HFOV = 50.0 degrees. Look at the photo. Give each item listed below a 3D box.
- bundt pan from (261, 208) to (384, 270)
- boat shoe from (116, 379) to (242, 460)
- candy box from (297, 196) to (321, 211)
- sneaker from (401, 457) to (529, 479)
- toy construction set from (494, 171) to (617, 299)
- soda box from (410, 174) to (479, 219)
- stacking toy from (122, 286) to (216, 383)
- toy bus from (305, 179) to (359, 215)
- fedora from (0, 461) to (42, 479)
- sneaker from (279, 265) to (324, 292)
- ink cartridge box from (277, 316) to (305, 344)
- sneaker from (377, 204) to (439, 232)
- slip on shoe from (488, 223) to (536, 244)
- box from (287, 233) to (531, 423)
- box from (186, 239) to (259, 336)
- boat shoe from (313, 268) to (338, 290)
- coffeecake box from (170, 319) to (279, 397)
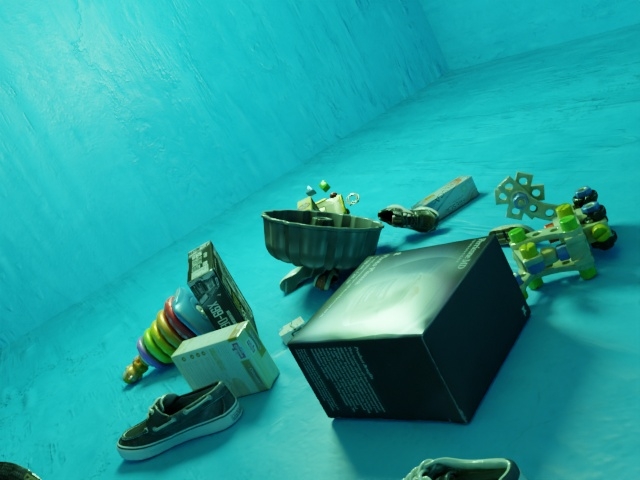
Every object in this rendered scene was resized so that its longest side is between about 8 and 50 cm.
[{"bbox_3d":[0.000,0.000,1.822,0.331,0.124,0.331,6,8,-1],"label":"bundt pan"},{"bbox_3d":[-0.314,0.369,1.436,0.301,0.102,0.108,-22,17,20],"label":"boat shoe"},{"bbox_3d":[-0.023,-0.035,2.078,0.053,0.109,0.186,-25,37,15],"label":"candy box"},{"bbox_3d":[0.142,0.318,0.863,0.258,0.091,0.094,-20,18,25],"label":"sneaker"},{"bbox_3d":[0.444,-0.020,1.330,0.215,0.151,0.327,-23,28,20],"label":"toy construction set"},{"bbox_3d":[0.343,-0.110,1.885,0.183,0.063,0.058,-32,17,-13],"label":"soda box"},{"bbox_3d":[-0.431,0.284,1.866,0.302,0.166,0.175,-41,19,8],"label":"stacking toy"},{"bbox_3d":[0.027,-0.078,2.238,0.202,0.104,0.191,25,82,33],"label":"toy bus"},{"bbox_3d":[-0.448,0.494,1.102,0.334,0.334,0.152,-18,-11,32],"label":"fedora"},{"bbox_3d":[-0.053,0.090,1.948,0.152,0.053,0.061,-30,13,-3],"label":"sneaker"},{"bbox_3d":[-0.058,0.210,1.633,0.083,0.028,0.048,-30,16,-7],"label":"ink cartridge box"},{"bbox_3d":[0.227,-0.053,1.818,0.178,0.072,0.077,6,13,42],"label":"sneaker"},{"bbox_3d":[0.425,-0.013,1.493,0.041,0.051,0.135,-23,6,-26],"label":"slip on shoe"},{"bbox_3d":[0.158,0.150,1.194,0.294,0.182,0.296,-11,24,43],"label":"box"},{"bbox_3d":[-0.249,0.150,1.753,0.077,0.242,0.307,-29,15,-3],"label":"box"},{"bbox_3d":[0.024,0.099,1.812,0.043,0.049,0.137,18,19,17],"label":"boat shoe"},{"bbox_3d":[-0.206,0.270,1.492,0.186,0.142,0.068,-20,19,26],"label":"coffeecake box"}]
